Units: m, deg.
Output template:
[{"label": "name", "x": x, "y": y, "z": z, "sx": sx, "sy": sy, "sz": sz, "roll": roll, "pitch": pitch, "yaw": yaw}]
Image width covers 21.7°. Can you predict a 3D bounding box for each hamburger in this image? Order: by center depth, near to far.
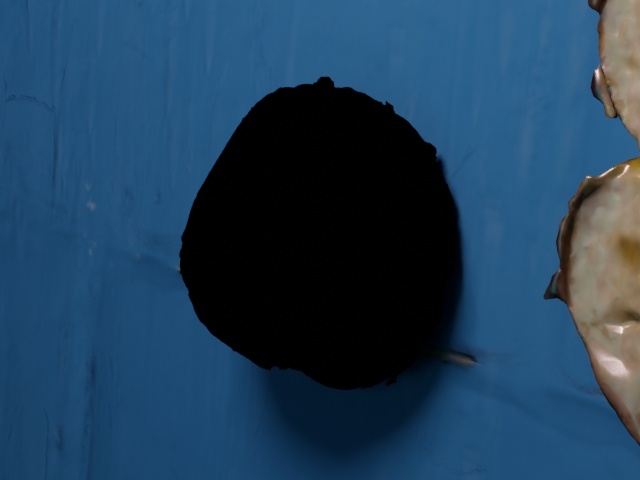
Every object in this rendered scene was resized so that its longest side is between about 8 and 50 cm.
[{"label": "hamburger", "x": 0.000, "y": 0.000, "z": 1.217, "sx": 0.231, "sy": 0.107, "sz": 0.231, "roll": -5, "pitch": 83, "yaw": 47}]

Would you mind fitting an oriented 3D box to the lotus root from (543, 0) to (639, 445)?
[{"label": "lotus root", "x": 0.297, "y": -0.030, "z": 0.878, "sx": 0.375, "sy": 0.111, "sz": 0.390, "roll": 32, "pitch": 114, "yaw": 40}]
